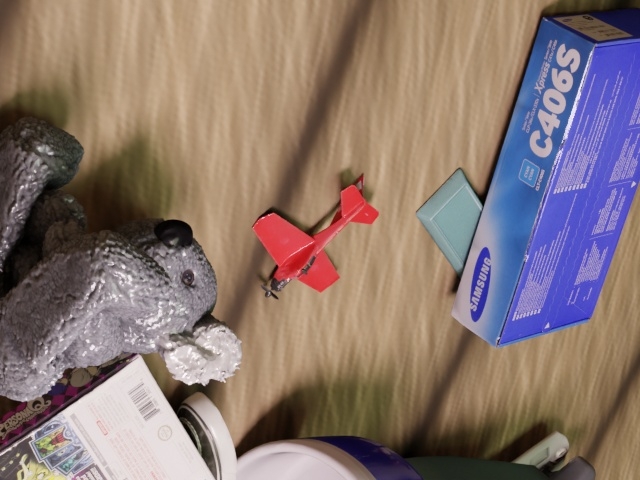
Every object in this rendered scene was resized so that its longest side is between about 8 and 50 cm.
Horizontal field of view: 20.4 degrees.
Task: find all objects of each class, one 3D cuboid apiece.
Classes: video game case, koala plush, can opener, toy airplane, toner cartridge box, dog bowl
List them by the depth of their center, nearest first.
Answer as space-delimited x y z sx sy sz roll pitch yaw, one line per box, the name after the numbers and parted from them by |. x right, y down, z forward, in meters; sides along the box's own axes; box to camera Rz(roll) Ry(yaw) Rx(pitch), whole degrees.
-0.174 0.036 1.441 0.221 0.196 0.203 5 129 -48 | koala plush
-0.205 0.223 1.554 0.210 0.042 0.232 -35 131 -10 | video game case
0.000 0.000 1.703 0.151 0.028 0.151 -26 136 -27 | toy airplane
0.002 0.330 1.796 0.104 0.265 0.265 0 121 -49 | dog bowl
0.257 -0.066 1.853 0.165 0.075 0.348 -10 125 -43 | toner cartridge box
0.209 0.333 2.152 0.283 0.095 0.076 -33 140 -22 | can opener

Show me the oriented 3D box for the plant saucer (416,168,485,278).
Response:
0.159 -0.002 1.875 0.067 0.018 0.192 -46 144 -5 | plant saucer

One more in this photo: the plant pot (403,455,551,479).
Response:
0.152 0.338 2.007 0.234 0.165 0.166 15 101 -25 | plant pot

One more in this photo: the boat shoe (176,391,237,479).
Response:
-0.133 0.243 1.738 0.070 0.078 0.219 -24 138 -32 | boat shoe
